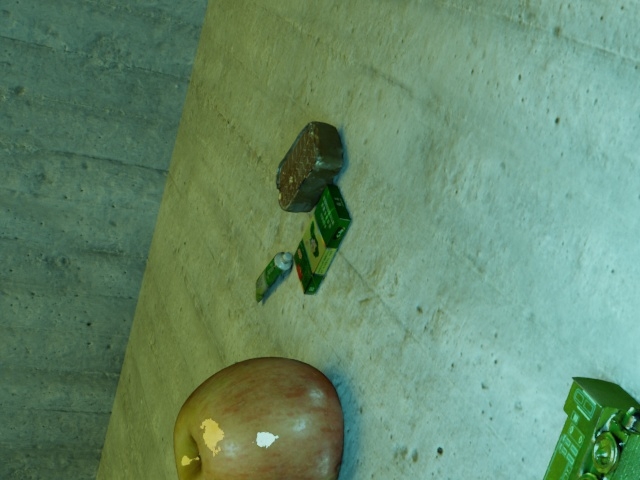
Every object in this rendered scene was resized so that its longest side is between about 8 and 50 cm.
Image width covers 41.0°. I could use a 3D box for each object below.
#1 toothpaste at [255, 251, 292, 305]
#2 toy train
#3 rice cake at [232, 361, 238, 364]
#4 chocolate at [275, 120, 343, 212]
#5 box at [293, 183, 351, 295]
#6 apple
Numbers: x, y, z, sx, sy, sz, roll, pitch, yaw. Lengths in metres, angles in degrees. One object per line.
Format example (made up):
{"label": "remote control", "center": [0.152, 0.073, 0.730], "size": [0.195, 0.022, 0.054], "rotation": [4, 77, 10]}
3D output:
{"label": "toothpaste", "center": [-0.129, 0.092, 2.254], "size": [0.248, 0.046, 0.078], "rotation": [132, 142, -55]}
{"label": "toy train", "center": [0.343, 0.294, 1.075], "size": [0.137, 0.090, 0.226], "rotation": [-122, 45, -66]}
{"label": "rice cake", "center": [-0.229, 0.385, 2.405], "size": [0.121, 0.021, 0.022], "rotation": [-115, 36, -55]}
{"label": "chocolate", "center": [-0.024, -0.167, 2.045], "size": [0.214, 0.093, 0.148], "rotation": [127, 145, -46]}
{"label": "box", "center": [0.000, 0.000, 2.003], "size": [0.132, 0.034, 0.235], "rotation": [-109, 35, -46]}
{"label": "apple", "center": [-0.136, 0.423, 1.805], "size": [0.364, 0.363, 0.364], "rotation": [-171, 90, -66]}
